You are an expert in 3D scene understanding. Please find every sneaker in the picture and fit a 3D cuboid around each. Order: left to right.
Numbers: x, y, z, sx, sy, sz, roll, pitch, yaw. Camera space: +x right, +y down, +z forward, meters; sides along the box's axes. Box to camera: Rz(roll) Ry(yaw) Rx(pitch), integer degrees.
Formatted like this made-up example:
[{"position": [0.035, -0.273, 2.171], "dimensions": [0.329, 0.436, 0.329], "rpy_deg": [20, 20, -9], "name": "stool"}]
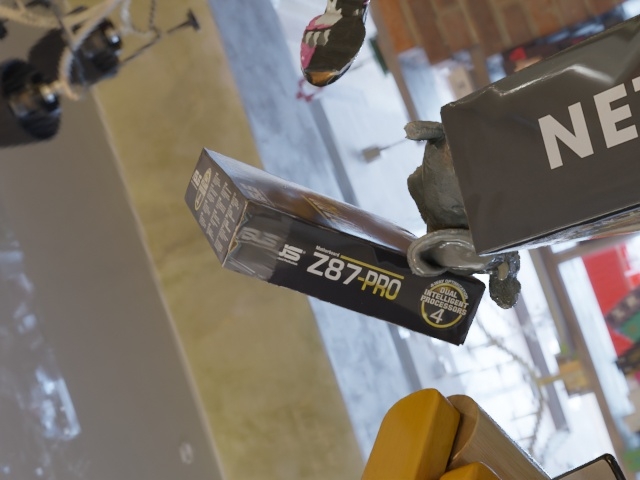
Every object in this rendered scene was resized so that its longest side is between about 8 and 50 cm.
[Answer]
[{"position": [0.024, -0.239, 1.369], "dimensions": [0.077, 0.072, 0.178], "rpy_deg": [95, -165, -52], "name": "sneaker"}]

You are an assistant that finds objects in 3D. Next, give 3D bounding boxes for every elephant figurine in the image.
[{"position": [0.165, -0.021, 1.300], "dimensions": [0.186, 0.239, 0.169], "rpy_deg": [42, -136, 15], "name": "elephant figurine"}]

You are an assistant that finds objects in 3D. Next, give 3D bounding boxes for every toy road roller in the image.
[{"position": [0.168, 0.283, 1.047], "dimensions": [0.202, 0.241, 0.329], "rpy_deg": [44, -139, -20], "name": "toy road roller"}]

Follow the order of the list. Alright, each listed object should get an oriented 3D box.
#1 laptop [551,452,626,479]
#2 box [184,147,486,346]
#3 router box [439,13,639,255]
[{"position": [0.216, 0.491, 1.202], "dimensions": [0.236, 0.382, 0.407], "rpy_deg": [-16, -108, -25], "name": "laptop"}, {"position": [0.000, 0.000, 1.504], "dimensions": [0.318, 0.097, 0.395], "rpy_deg": [18, -172, -16], "name": "box"}, {"position": [0.249, -0.076, 0.521], "dimensions": [0.243, 0.309, 0.081], "rpy_deg": [-7, -100, -40], "name": "router box"}]
